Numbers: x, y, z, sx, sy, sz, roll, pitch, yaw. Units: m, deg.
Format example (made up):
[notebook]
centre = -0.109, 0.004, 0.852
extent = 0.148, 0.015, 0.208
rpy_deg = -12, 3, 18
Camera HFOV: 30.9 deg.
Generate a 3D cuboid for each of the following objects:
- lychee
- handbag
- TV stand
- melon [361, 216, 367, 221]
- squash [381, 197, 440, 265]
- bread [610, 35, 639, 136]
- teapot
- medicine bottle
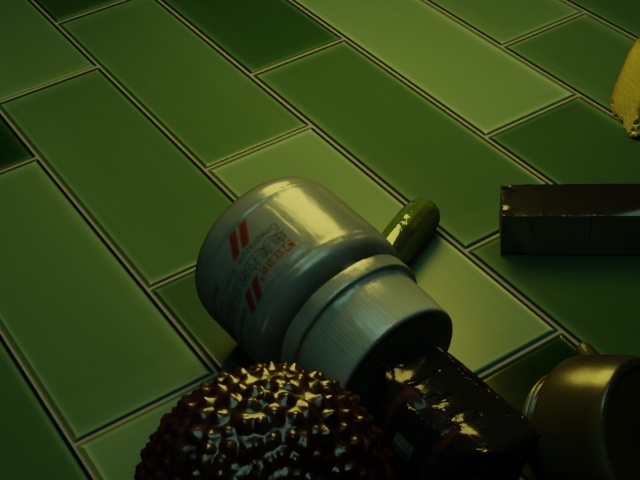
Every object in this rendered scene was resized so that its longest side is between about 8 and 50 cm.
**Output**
[lychee]
centre = -0.063, 0.278, 1.303
extent = 0.306, 0.306, 0.330
rpy_deg = -6, 13, -1
[handbag]
centre = 0.150, 0.251, 1.410
extent = 0.155, 0.169, 0.215
rpy_deg = -14, 37, -33
[TV stand]
centre = 0.413, -0.033, 1.795
extent = 0.269, 0.083, 0.088
rpy_deg = -1, 41, 6
[melon]
centre = 0.000, 0.000, 1.784
extent = 0.162, 0.099, 0.099
rpy_deg = -9, 40, -4
[squash]
centre = 0.119, 0.010, 1.786
extent = 0.066, 0.066, 0.229
rpy_deg = 17, 46, 24
[bread]
centre = 0.605, -0.277, 2.006
extent = 0.169, 0.160, 0.140
rpy_deg = -7, 40, -3
[teapot]
centre = 0.319, 0.244, 1.414
extent = 0.175, 0.185, 0.267
rpy_deg = -10, 52, 49
[medicine bottle]
centre = 0.004, 0.083, 1.566
extent = 0.245, 0.245, 0.306
rpy_deg = -30, 53, -27
